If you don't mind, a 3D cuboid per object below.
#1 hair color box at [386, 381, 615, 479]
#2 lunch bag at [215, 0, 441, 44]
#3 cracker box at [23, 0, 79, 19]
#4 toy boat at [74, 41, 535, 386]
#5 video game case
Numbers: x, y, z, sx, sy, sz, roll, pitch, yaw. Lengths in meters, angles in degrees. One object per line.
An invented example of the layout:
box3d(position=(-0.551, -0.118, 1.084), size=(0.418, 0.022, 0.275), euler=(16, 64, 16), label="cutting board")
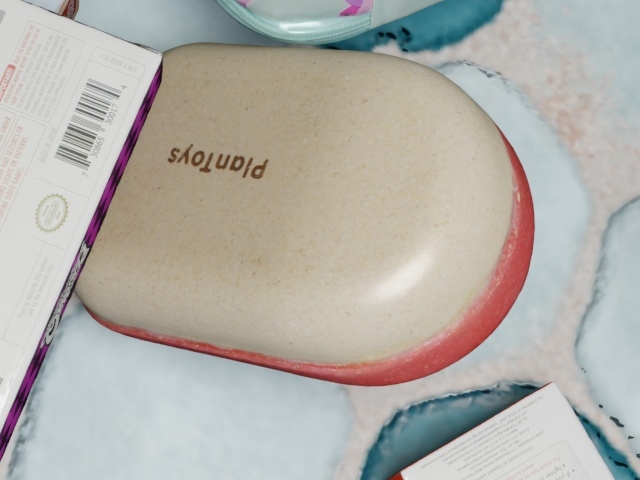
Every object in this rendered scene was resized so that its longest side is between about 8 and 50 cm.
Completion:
box3d(position=(0.114, 0.165, 0.872), size=(0.093, 0.053, 0.167), euler=(-28, 81, -14), label="hair color box")
box3d(position=(0.034, -0.229, 0.897), size=(0.279, 0.108, 0.224), euler=(-26, 61, -25), label="lunch bag")
box3d(position=(-0.233, -0.057, 0.869), size=(0.155, 0.067, 0.232), euler=(25, 76, -2), label="cracker box")
box3d(position=(0.000, 0.000, 0.854), size=(0.231, 0.151, 0.151), euler=(10, 71, 38), label="toy boat")
box3d(position=(-0.208, -0.015, 0.802), size=(0.210, 0.042, 0.232), euler=(20, 75, 1), label="video game case")
